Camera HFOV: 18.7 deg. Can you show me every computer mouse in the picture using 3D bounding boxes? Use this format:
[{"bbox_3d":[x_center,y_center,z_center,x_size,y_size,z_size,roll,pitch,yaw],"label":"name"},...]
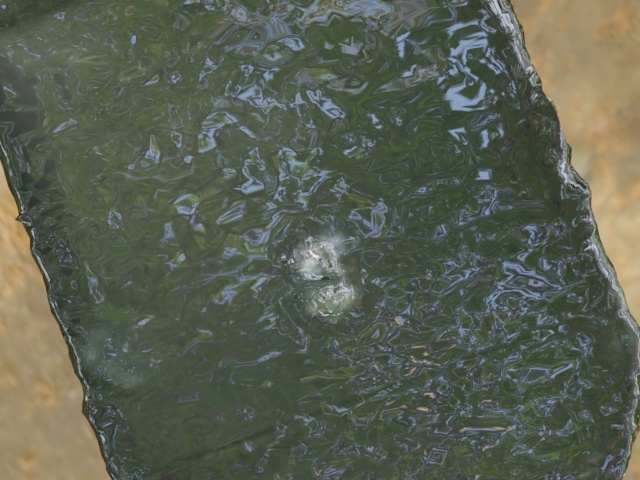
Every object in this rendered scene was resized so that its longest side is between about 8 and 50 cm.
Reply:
[{"bbox_3d":[0.000,-0.002,0.610,0.168,0.087,0.295,-19,116,2],"label":"computer mouse"}]
